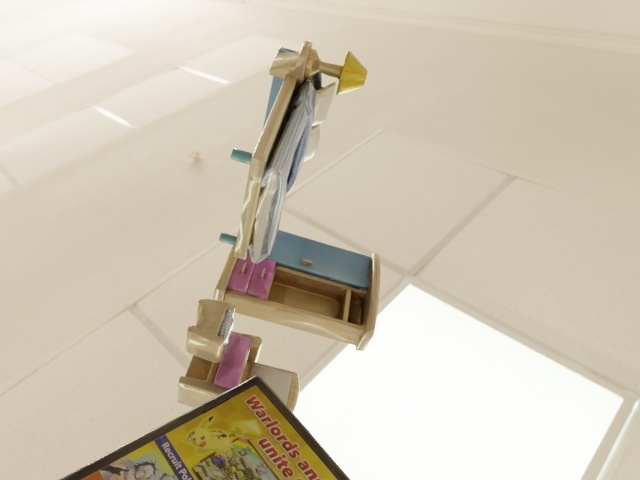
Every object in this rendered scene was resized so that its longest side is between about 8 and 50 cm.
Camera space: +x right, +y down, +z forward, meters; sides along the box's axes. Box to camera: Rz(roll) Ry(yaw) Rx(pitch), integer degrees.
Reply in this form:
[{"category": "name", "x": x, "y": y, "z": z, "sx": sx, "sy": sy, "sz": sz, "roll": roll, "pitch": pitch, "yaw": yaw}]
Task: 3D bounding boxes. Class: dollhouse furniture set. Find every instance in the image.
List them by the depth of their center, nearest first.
[{"category": "dollhouse furniture set", "x": 0.000, "y": 0.000, "z": 0.473, "sx": 0.198, "sy": 0.303, "sz": 0.286, "roll": 16, "pitch": -135, "yaw": -5}]

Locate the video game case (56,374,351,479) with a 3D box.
[{"category": "video game case", "x": -0.050, "y": 0.218, "z": 0.215, "sx": 0.248, "sy": 0.035, "sz": 0.275, "roll": -18, "pitch": -135, "yaw": -42}]
